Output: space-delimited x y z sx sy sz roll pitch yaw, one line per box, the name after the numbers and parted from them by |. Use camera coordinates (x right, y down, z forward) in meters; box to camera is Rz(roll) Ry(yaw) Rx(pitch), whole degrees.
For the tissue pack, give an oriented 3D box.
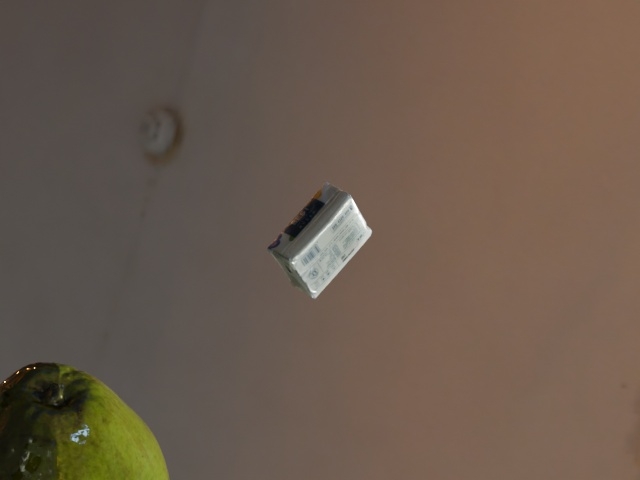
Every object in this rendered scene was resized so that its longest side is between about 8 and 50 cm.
0.000 0.000 1.410 0.083 0.062 0.042 -48 -136 -15 | tissue pack

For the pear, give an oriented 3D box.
-0.230 0.228 1.382 0.212 0.212 0.269 49 -42 41 | pear
